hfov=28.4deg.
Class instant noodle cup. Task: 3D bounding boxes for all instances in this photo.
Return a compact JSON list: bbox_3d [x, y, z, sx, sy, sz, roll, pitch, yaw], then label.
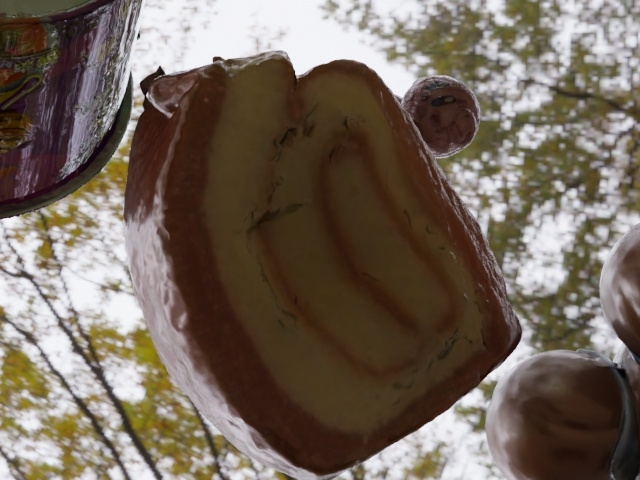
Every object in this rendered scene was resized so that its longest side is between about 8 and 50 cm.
[{"bbox_3d":[-0.216,-0.163,0.788,0.251,0.190,0.251,10,-120,-18],"label":"instant noodle cup"}]

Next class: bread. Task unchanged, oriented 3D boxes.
[{"bbox_3d":[-0.010,0.006,0.666,0.190,0.123,0.244,-37,-80,-22],"label":"bread"}]

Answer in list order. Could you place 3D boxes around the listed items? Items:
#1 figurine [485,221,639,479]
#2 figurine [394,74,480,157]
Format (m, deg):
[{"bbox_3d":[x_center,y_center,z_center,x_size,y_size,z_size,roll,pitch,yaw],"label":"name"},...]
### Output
[{"bbox_3d":[0.347,0.188,0.990,0.276,0.388,0.248,-52,-33,18],"label":"figurine"},{"bbox_3d":[0.094,-0.102,1.035,0.071,0.083,0.067,-23,-44,10],"label":"figurine"}]
